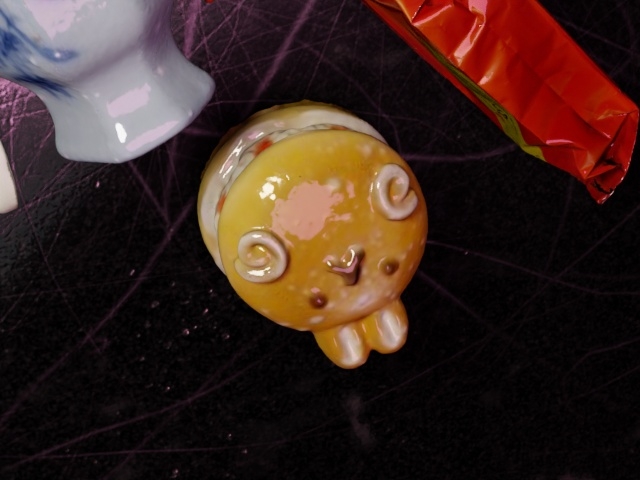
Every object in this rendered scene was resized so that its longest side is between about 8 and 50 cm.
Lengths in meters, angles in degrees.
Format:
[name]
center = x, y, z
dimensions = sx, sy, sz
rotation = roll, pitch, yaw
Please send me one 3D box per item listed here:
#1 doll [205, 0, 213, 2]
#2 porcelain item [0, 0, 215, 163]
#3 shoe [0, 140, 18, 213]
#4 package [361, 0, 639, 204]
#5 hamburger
[doll]
center = -0.153, -0.344, 1.385
dimensions = 0.109, 0.057, 0.169
rotation = 3, 110, -25
[porcelain item]
center = -0.277, -0.274, 1.267
dimensions = 0.178, 0.243, 0.405
rotation = -46, 121, -27
[shoe]
center = -0.446, -0.161, 1.326
dimensions = 0.160, 0.132, 0.363
rotation = -26, 116, -8
[package]
center = 0.213, -0.212, 1.507
dimensions = 0.423, 0.196, 0.123
rotation = 38, 97, -32
[hamburger]
center = 0.000, 0.000, 1.537
dimensions = 0.261, 0.186, 0.302
rotation = -14, 121, -13
